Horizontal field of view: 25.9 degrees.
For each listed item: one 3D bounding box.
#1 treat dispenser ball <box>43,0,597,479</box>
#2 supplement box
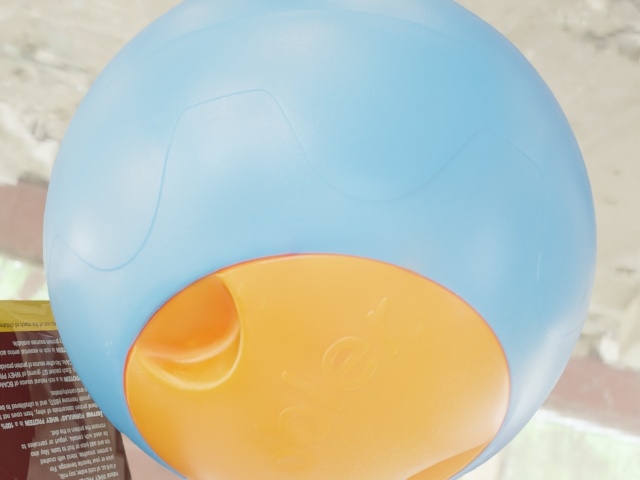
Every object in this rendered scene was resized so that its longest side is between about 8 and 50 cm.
[{"bbox_3d":[0.000,0.000,0.738,0.288,0.288,0.288,10,159,4],"label":"treat dispenser ball"},{"bbox_3d":[-0.214,0.144,0.800,0.129,0.194,0.191,-20,170,22],"label":"supplement box"}]
